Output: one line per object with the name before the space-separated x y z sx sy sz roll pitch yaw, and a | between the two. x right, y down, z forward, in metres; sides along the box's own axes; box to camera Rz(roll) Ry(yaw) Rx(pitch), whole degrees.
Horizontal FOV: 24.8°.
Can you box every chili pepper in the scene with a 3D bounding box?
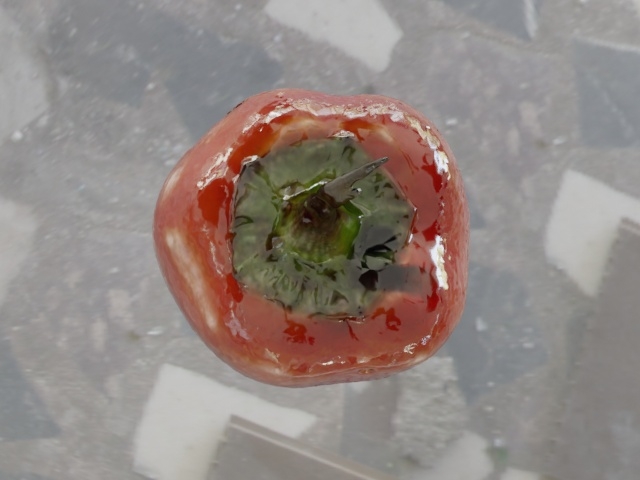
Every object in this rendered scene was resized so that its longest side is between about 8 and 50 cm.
chili pepper | 0.000 0.000 0.398 0.086 0.192 0.084 -22 83 -10
